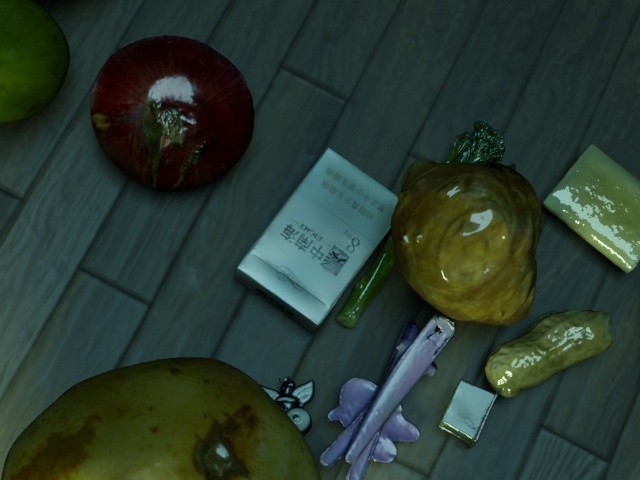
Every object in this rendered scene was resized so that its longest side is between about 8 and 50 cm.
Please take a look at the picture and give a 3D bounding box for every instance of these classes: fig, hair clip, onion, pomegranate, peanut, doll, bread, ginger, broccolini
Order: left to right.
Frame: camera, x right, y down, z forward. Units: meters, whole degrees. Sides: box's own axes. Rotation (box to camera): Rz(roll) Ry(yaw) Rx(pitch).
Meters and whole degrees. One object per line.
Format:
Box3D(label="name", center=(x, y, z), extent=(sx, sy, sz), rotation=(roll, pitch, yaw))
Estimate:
Box3D(label="fig", center=(-0.473, -0.270, 1.906), extent=(0.203, 0.225, 0.203), rotation=(-1, 98, -4))
Box3D(label="pomegranate", center=(-0.209, 0.345, 1.695), extent=(0.417, 0.416, 0.416), rotation=(2, 74, -7))
Box3D(label="onion", center=(-0.218, -0.192, 1.941), extent=(0.248, 0.161, 0.248), rotation=(4, 75, -14))
Box3D(label="doll", center=(-0.050, 0.302, 1.875), extent=(0.091, 0.067, 0.219), rotation=(-3, 73, 3))
Box3D(label="hair clip", center=(0.106, 0.232, 1.911), extent=(0.137, 0.090, 0.278), rotation=(38, 81, -8))
Box3D(label="broccolini", center=(0.161, -0.020, 1.989), extent=(0.079, 0.074, 0.392), rotation=(38, 75, -13))
Box3D(label="ginger", center=(0.207, 0.015, 1.873), extent=(0.223, 0.269, 0.200), rotation=(-7, 36, -21))
Box3D(label="peanut", center=(0.343, 0.164, 1.953), extent=(0.214, 0.099, 0.099), rotation=(-31, 80, -10))
Box3D(label="bread", center=(0.451, -0.050, 2.040), extent=(0.178, 0.060, 0.139), rotation=(42, 73, 6))

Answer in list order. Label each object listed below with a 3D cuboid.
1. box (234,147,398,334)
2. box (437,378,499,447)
Box3D(label="box", center=(0.000, 0.000, 1.967), extent=(0.155, 0.067, 0.243), rotation=(36, 73, 5))
Box3D(label="box", center=(0.217, 0.255, 1.927), extent=(0.063, 0.060, 0.084), rotation=(25, 74, 5))
